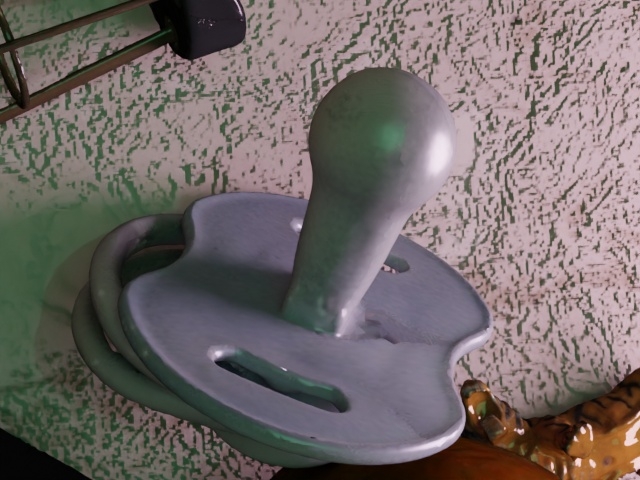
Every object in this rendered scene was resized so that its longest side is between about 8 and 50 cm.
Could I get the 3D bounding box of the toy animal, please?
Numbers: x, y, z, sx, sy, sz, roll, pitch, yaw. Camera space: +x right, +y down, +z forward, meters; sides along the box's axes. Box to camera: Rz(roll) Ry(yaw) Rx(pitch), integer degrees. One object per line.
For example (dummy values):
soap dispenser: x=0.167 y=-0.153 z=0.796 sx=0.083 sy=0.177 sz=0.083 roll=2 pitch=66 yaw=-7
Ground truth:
toy animal: x=0.229 y=0.120 z=1.166 sx=0.255 sy=0.116 sz=0.114 roll=-21 pitch=115 yaw=-22

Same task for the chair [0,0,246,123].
chair: x=-0.165 y=-0.140 z=1.068 sx=0.221 sy=0.104 sz=0.095 roll=-18 pitch=74 yaw=-14

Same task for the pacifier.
pacifier: x=0.000 y=0.000 z=0.997 sx=0.244 sy=0.299 sz=0.233 roll=26 pitch=115 yaw=1

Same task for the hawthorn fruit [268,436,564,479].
hawthorn fruit: x=0.071 y=0.246 z=0.993 sx=0.267 sy=0.301 sz=0.268 roll=3 pitch=82 yaw=-21

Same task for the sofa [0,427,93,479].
sofa: x=-0.236 y=0.228 z=0.967 sx=0.200 sy=0.182 sz=0.258 roll=32 pitch=48 yaw=-15
